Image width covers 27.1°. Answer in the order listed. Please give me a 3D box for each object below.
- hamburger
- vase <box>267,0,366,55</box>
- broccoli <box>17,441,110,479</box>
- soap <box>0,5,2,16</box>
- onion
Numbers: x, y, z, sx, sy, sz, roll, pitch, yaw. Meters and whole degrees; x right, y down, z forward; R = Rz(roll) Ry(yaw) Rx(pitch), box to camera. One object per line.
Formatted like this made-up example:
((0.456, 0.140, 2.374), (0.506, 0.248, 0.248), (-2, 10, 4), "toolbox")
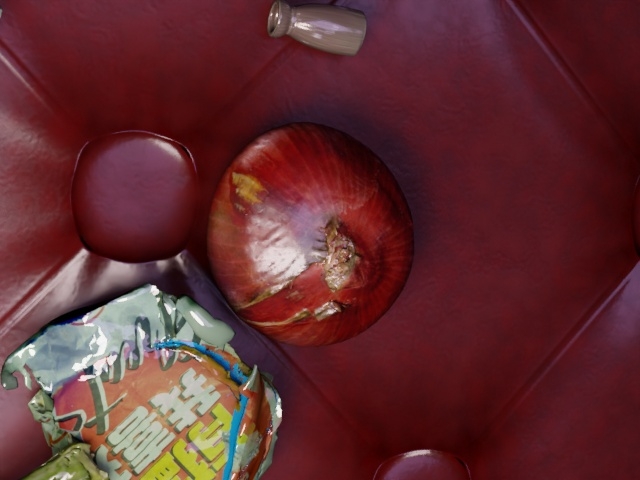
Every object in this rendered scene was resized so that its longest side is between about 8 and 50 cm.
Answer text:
((-0.176, 0.157, 1.361), (0.261, 0.150, 0.276), (-13, 113, -6), "hamburger")
((-0.005, -0.236, 1.458), (0.101, 0.053, 0.053), (9, 88, -19), "vase")
((-0.325, 0.315, 1.255), (0.275, 0.177, 0.198), (-14, 116, -19), "broccoli")
((-0.408, -0.235, 1.250), (0.198, 0.114, 0.063), (26, 81, -23), "soap")
((-0.003, -0.004, 1.418), (0.248, 0.161, 0.248), (4, 84, -44), "onion")
